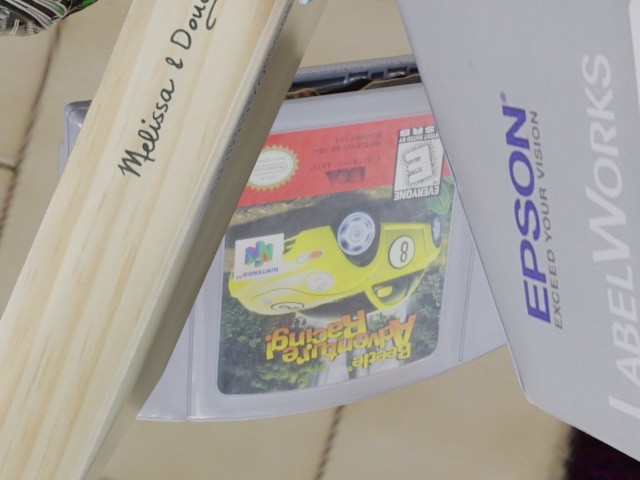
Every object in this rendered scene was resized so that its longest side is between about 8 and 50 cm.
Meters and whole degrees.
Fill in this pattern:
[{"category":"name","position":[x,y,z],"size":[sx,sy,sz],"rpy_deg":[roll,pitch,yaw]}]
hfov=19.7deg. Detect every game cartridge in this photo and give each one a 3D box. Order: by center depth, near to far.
[{"category":"game cartridge","position":[0.000,0.000,1.017],"size":[0.294,0.060,0.196],"rpy_deg":[-10,123,-25]}]

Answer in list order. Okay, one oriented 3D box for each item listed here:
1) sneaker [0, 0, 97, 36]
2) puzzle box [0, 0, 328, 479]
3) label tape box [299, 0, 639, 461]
[{"category":"sneaker","position":[-0.196,-0.158,0.902],"size":[0.146,0.343,0.134],"rpy_deg":[-8,98,12]},{"category":"puzzle box","position":[-0.031,-0.094,0.741],"size":[0.052,0.272,0.409],"rpy_deg":[24,102,0]},{"category":"label tape box","position":[0.174,-0.028,0.395],"size":[0.249,0.348,0.115],"rpy_deg":[-14,103,-19]}]
